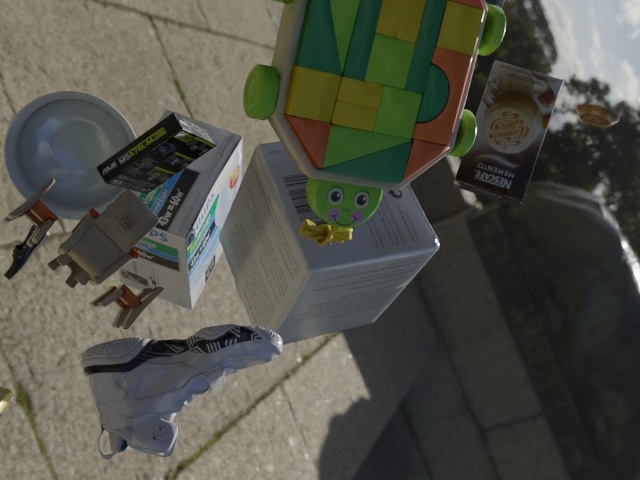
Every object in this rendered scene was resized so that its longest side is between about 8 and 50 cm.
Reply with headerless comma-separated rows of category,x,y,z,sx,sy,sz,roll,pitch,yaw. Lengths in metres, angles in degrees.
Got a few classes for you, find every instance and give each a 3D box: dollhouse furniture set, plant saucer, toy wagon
dollhouse furniture set,-0.359,0.006,1.353,0.262,0.135,0.259,47,-22,-14
plant saucer,0.528,-0.236,1.597,0.083,0.083,0.015,32,77,-60
toy wagon,0.054,-0.153,0.888,0.267,0.345,0.068,7,13,-26

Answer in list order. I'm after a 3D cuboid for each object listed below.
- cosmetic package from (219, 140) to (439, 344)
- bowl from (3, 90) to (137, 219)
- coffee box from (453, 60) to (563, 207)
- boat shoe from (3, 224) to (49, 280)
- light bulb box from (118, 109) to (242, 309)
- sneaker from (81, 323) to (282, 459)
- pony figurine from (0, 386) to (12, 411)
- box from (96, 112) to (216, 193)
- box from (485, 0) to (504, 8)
cosmetic package,0.000,0.000,1.915,0.327,0.394,0.330,-11,65,-27
bowl,-0.561,-0.206,1.919,0.298,0.297,0.134,60,3,-21
coffee box,0.365,-0.206,1.629,0.098,0.141,0.247,30,78,-81
boat shoe,-0.621,0.025,1.738,0.042,0.133,0.049,36,8,-24
light bulb box,-0.372,-0.077,2.199,0.361,0.225,0.358,100,12,-57
sneaker,-0.241,0.276,1.513,0.137,0.365,0.210,113,-30,-71
pony figurine,-0.658,0.388,1.367,0.351,0.303,0.363,22,29,-38
box,-0.314,-0.165,1.622,0.045,0.184,0.190,56,9,9
box,0.231,-0.570,1.539,0.097,0.318,0.395,13,9,-27
